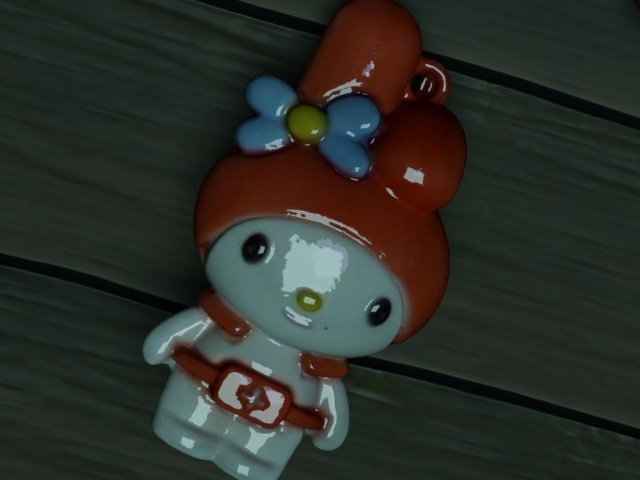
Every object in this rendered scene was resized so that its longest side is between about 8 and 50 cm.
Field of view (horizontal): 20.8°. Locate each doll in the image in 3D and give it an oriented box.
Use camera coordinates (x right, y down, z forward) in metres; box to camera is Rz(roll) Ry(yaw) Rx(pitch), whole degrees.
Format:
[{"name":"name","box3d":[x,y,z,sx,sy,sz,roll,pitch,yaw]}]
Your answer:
[{"name":"doll","box3d":[0.000,0.000,1.030,0.161,0.130,0.290,27,92,-5]}]

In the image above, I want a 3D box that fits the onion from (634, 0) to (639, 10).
[{"name":"onion","box3d":[0.229,-0.159,0.997,0.115,0.104,0.115,16,119,31]}]
